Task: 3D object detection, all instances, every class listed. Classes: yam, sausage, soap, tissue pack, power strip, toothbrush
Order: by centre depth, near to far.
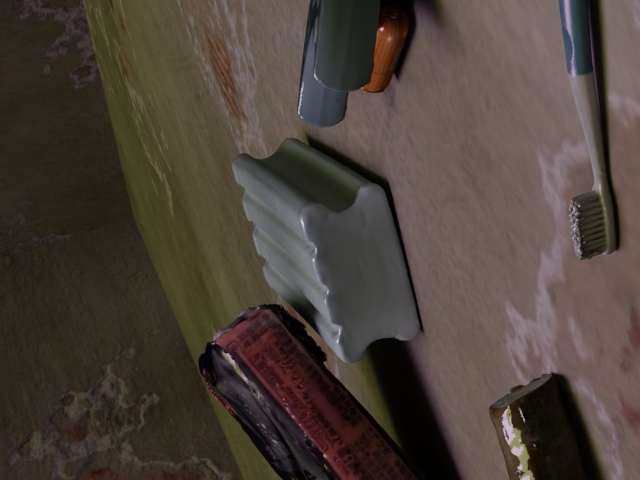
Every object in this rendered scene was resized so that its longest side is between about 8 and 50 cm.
[{"bbox_3d":[0.134,-0.110,0.674,0.019,0.025,0.276,-129,24,-60],"label":"toothbrush"},{"bbox_3d":[0.179,0.220,0.881,0.061,0.061,0.253,133,118,-76],"label":"yam"},{"bbox_3d":[0.015,-0.164,0.946,0.216,0.044,0.137,133,144,-83],"label":"power strip"},{"bbox_3d":[0.049,-0.151,0.972,0.107,0.031,0.031,108,142,-68],"label":"sausage"},{"bbox_3d":[0.000,0.000,1.267,0.265,0.087,0.160,-143,35,-68],"label":"soap"},{"bbox_3d":[0.004,0.217,1.302,0.332,0.123,0.245,51,169,1],"label":"tissue pack"}]
